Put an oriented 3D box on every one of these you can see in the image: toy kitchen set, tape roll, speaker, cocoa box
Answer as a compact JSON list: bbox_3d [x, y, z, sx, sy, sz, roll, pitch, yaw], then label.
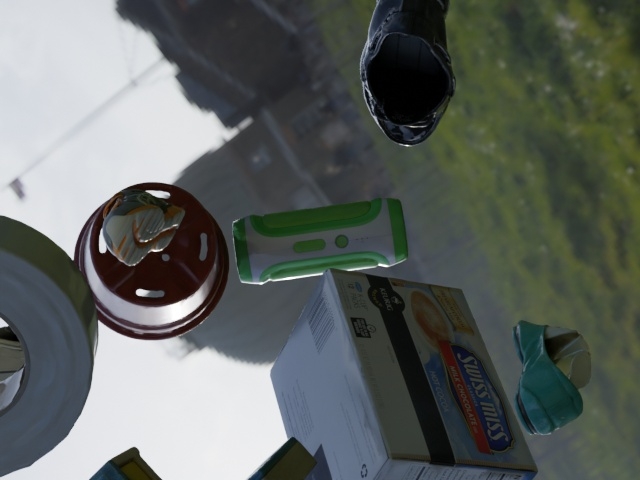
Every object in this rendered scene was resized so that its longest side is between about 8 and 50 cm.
[{"bbox_3d":[-0.144,0.271,1.652,0.166,0.207,0.122,47,-160,3],"label":"toy kitchen set"},{"bbox_3d":[-0.384,0.116,1.588,0.286,0.286,0.100,49,-171,-18],"label":"tape roll"},{"bbox_3d":[0.000,0.000,2.566,0.131,0.296,0.131,-8,-90,-90],"label":"speaker"},{"bbox_3d":[0.103,0.245,2.002,0.228,0.231,0.347,9,-141,-25],"label":"cocoa box"}]

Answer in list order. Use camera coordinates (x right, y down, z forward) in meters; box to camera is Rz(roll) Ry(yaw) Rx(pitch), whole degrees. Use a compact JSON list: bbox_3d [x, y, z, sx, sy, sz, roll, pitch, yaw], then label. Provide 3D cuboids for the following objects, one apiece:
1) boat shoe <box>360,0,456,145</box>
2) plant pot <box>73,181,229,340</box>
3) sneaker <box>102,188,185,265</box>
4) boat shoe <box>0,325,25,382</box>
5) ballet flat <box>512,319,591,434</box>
[{"bbox_3d":[0.111,-0.203,1.872,0.340,0.127,0.113,99,-179,-60],"label":"boat shoe"},{"bbox_3d":[-0.278,0.023,2.431,0.272,0.272,0.265,55,170,2],"label":"plant pot"},{"bbox_3d":[-0.243,-0.025,1.874,0.083,0.084,0.215,33,-174,6],"label":"sneaker"},{"bbox_3d":[-0.398,0.147,2.026,0.095,0.084,0.258,18,-169,25],"label":"boat shoe"},{"bbox_3d":[0.268,0.146,1.668,0.083,0.087,0.247,62,-166,-13],"label":"ballet flat"}]
